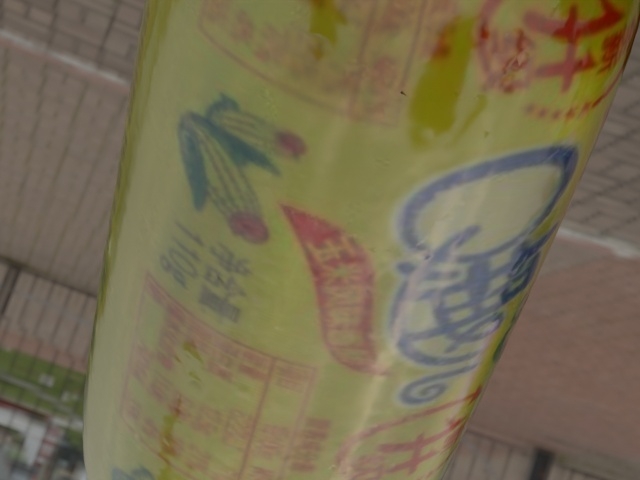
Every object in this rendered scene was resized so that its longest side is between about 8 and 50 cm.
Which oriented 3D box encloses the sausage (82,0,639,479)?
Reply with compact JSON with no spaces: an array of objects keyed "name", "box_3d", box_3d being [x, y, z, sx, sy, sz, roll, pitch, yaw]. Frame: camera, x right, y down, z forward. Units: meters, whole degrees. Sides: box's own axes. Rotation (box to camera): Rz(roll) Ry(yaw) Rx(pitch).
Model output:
[{"name":"sausage","box_3d":[0.000,0.000,0.427,0.123,0.123,0.347,19,134,3]}]
